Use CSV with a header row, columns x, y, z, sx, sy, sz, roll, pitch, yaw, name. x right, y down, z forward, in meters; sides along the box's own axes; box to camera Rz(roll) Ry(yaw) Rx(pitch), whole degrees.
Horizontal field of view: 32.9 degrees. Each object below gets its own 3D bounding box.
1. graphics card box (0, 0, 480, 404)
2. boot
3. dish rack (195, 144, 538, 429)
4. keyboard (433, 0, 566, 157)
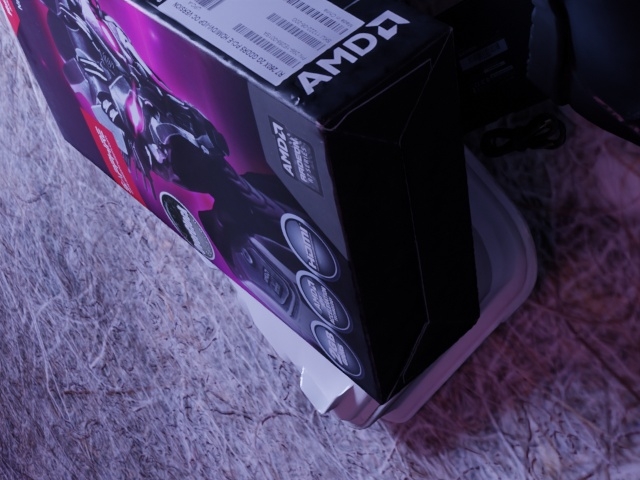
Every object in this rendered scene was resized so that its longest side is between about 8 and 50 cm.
x,y,z,sx,sy,sz,roll,pitch,yaw,name
-0.069,-0.088,0.664,0.371,0.094,0.233,36,154,34,graphics card box
0.192,-0.077,0.471,0.207,0.094,0.246,40,171,19,boot
0.000,0.000,0.839,0.285,0.072,0.333,51,150,14,dish rack
0.115,-0.103,0.684,0.180,0.023,0.108,-19,92,56,keyboard
